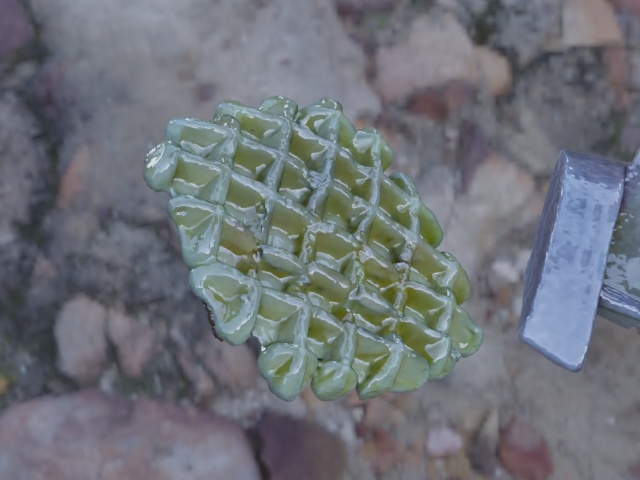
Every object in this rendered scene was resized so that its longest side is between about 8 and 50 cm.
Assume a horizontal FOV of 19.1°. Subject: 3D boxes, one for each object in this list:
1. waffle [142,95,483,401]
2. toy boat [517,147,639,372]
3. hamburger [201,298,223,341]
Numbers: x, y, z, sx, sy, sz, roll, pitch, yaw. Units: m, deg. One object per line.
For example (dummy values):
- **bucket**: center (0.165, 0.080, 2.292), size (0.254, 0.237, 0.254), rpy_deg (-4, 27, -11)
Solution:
- **waffle**: center (0.000, 0.000, 1.576), size (0.309, 0.056, 0.291), rpy_deg (-11, 67, -47)
- **toy boat**: center (0.318, 0.020, 1.791), size (0.294, 0.111, 0.276), rpy_deg (6, 50, -10)
- **hamburger**: center (-0.056, 0.035, 2.084), size (0.166, 0.087, 0.137), rpy_deg (-18, 91, -21)
